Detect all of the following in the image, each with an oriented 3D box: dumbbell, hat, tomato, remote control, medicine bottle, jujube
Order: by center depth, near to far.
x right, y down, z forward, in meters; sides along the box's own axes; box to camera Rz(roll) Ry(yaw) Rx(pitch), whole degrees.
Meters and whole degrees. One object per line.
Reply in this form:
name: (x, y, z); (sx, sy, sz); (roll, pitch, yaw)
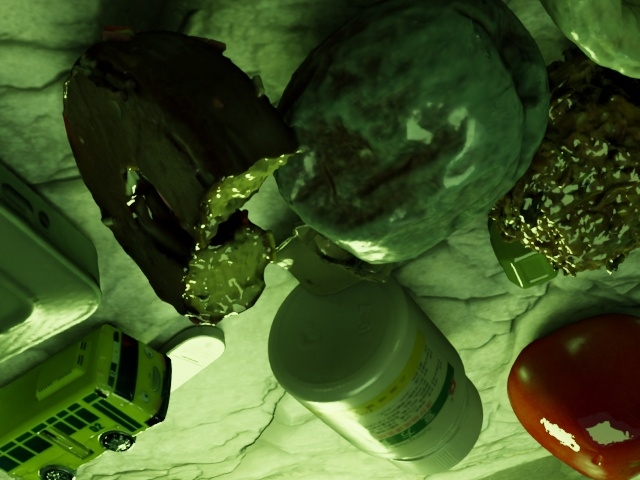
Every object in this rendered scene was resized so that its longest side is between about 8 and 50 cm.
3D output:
jujube: (0.082, -0.115, 1.037); (0.308, 0.215, 0.246); (-27, 104, 35)
hat: (0.000, 0.000, 1.288); (0.147, 0.085, 0.175); (35, 146, -27)
dumbbell: (0.367, -0.040, 1.289); (0.302, 0.108, 0.121); (-22, 131, 12)
medicine bottle: (0.093, 0.197, 1.424); (0.208, 0.208, 0.339); (-26, 139, 15)
remote control: (-0.234, 0.197, 1.485); (0.245, 0.022, 0.077); (-38, 137, 27)
tomato: (0.450, 0.252, 1.574); (0.299, 0.226, 0.298); (-6, 137, -6)

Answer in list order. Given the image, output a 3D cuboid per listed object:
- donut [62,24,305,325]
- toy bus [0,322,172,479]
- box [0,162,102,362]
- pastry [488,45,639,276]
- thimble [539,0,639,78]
donut: (-0.147, -0.079, 1.015); (0.136, 0.259, 0.345); (-32, 158, -25)
toy bus: (-0.345, 0.233, 1.406); (0.262, 0.128, 0.150); (-31, 126, 23)
box: (-0.507, 0.031, 1.143); (0.396, 0.111, 0.396); (-27, 138, 14)
pastry: (0.315, -0.083, 1.121); (0.275, 0.193, 0.275); (-16, 125, -24)
thimble: (0.325, -0.296, 0.910); (0.291, 0.195, 0.291); (-6, 140, -5)
